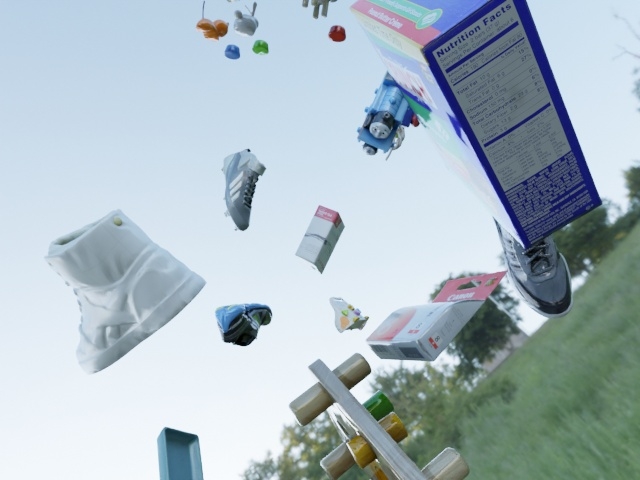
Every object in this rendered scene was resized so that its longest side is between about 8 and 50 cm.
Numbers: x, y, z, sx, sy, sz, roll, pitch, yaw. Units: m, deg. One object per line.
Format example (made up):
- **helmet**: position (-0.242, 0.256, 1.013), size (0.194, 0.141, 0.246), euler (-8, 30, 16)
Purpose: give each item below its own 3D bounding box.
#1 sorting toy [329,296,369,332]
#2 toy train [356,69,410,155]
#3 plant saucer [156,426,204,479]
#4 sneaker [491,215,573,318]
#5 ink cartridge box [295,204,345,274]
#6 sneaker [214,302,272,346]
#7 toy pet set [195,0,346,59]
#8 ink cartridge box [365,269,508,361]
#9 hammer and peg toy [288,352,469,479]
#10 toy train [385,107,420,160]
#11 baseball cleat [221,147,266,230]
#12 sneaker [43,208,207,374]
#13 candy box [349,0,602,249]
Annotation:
- **sorting toy**: position (0.051, 0.143, 1.066), size (0.045, 0.075, 0.083), euler (-50, -27, 19)
- **toy train**: position (0.125, -0.246, 0.991), size (0.105, 0.080, 0.184), euler (113, -179, -69)
- **plant saucer**: position (-0.135, 0.289, 0.535), size (0.018, 0.192, 0.067), euler (-23, -33, 11)
- **sneaker**: position (0.361, 0.000, 0.915), size (0.101, 0.269, 0.153), euler (-19, -18, 12)
- **ink cartridge box**: position (0.000, 0.000, 1.395), size (0.151, 0.063, 0.109), euler (-64, -18, -13)
- **sneaker**: position (-0.142, 0.156, 0.987), size (0.067, 0.078, 0.188), euler (-5, -5, 14)
- **toy pet set**: position (-0.050, -0.208, 0.422), size (0.114, 0.122, 0.065), euler (26, -112, -61)
- **ink cartridge box**: position (0.162, 0.095, 0.756), size (0.179, 0.045, 0.145), euler (-45, 8, -23)
- **hammer and peg toy**: position (0.105, 0.347, 0.753), size (0.127, 0.266, 0.361), euler (-34, -47, -16)
- **toy train**: position (0.185, -0.284, 1.288), size (0.143, 0.105, 0.248), euler (84, -154, -80)
- **baseball cleat**: position (-0.172, -0.125, 1.222), size (0.109, 0.206, 0.072), euler (-22, -25, 16)
- **sneaker**: position (-0.287, 0.065, 0.702), size (0.292, 0.169, 0.108), euler (-36, 14, 37)
- **candy box**: position (0.195, -0.183, 0.692), size (0.122, 0.268, 0.317), euler (-34, -57, 8)
